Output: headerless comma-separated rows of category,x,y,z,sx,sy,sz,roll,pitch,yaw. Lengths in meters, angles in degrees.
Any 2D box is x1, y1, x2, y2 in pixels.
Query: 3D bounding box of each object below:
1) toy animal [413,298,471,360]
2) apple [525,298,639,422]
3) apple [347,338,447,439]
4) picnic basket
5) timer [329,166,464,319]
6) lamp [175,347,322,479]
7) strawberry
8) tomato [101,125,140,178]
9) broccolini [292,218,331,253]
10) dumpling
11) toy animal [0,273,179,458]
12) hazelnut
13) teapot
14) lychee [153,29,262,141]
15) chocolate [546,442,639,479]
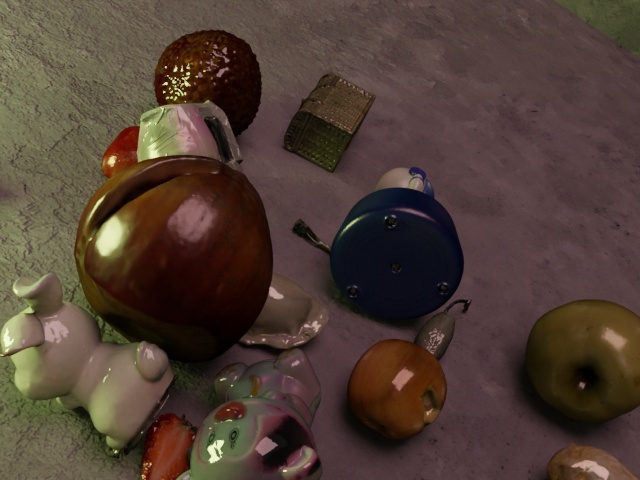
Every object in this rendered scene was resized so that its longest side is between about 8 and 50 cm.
toy animal,0.253,0.178,1.958,0.070,0.079,0.253,41,45,1
apple,0.553,0.242,1.920,0.262,0.262,0.262,13,44,-13
apple,0.141,0.279,1.751,0.199,0.199,0.199,13,44,-13
picnic basket,0.017,-0.292,2.276,0.154,0.134,0.196,30,43,0
timer,0.175,-0.039,2.041,0.270,0.270,0.383,22,32,-4
lamp,-0.095,0.343,1.563,0.247,0.247,0.301,-12,22,13
strawberry,-0.257,0.352,1.568,0.104,0.048,0.152,50,43,-19
tomato,-0.372,-0.182,2.027,0.174,0.082,0.166,23,42,1
broccolini,0.000,0.000,2.054,0.140,0.035,0.030,37,48,10
dumpling,-0.101,0.137,1.820,0.229,0.124,0.151,23,75,1
toy animal,-0.392,0.196,1.542,0.310,0.247,0.183,38,62,-8
hazelnut,-0.252,0.023,1.633,0.359,0.409,0.359,8,65,-18
teapot,-0.265,-0.199,1.920,0.221,0.163,0.178,-11,89,-15
lychee,-0.254,-0.342,2.109,0.260,0.260,0.260,13,44,-13
chocolate,0.565,0.491,1.766,0.309,0.134,0.134,33,43,6
